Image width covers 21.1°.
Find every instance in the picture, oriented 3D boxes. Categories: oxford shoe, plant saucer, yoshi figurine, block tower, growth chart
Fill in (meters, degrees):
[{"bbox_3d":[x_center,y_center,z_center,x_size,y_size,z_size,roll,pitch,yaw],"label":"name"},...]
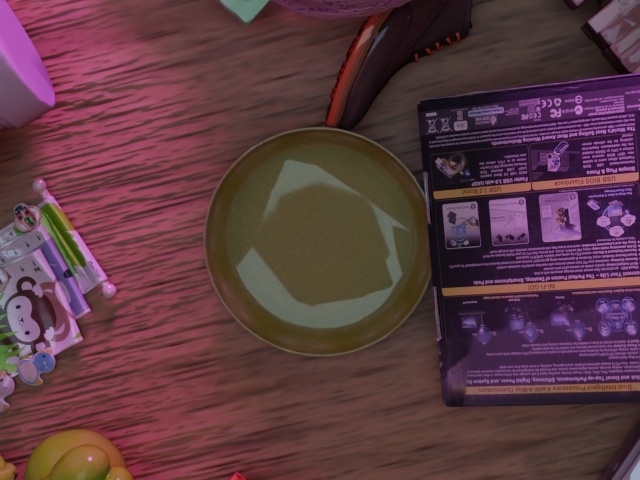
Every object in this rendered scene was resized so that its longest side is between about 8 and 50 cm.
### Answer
[{"bbox_3d":[0.099,-0.217,1.754,0.098,0.097,0.271,33,95,-4],"label":"oxford shoe"},{"bbox_3d":[0.000,0.000,1.785,0.241,0.037,0.241,1,100,6],"label":"plant saucer"},{"bbox_3d":[-0.316,0.327,1.794,0.362,0.203,0.203,-43,48,18],"label":"yoshi figurine"},{"bbox_3d":[0.289,-0.259,1.736,0.091,0.097,0.335,-39,90,6],"label":"block tower"},{"bbox_3d":[-0.334,0.072,1.834,0.237,0.021,0.172,-39,90,5],"label":"growth chart"}]

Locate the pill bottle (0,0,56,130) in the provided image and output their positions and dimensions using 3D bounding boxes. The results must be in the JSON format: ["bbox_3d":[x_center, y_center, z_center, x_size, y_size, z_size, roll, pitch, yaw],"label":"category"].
[{"bbox_3d":[-0.465,-0.116,1.742,0.363,0.210,0.210,-30,90,4],"label":"pill bottle"}]

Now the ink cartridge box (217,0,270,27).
[{"bbox_3d":[-0.114,-0.327,1.780,0.209,0.062,0.109,42,94,1],"label":"ink cartridge box"}]

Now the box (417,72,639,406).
[{"bbox_3d":[0.294,-0.002,1.663,0.395,0.097,0.318,-5,89,32],"label":"box"}]

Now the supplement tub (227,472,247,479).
[{"bbox_3d":[-0.022,0.395,1.735,0.316,0.193,0.193,44,95,2],"label":"supplement tub"}]

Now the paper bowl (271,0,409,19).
[{"bbox_3d":[0.024,-0.354,1.659,0.284,0.148,0.284,-2,81,10],"label":"paper bowl"}]

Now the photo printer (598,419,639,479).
[{"bbox_3d":[0.443,0.283,1.737,0.308,0.107,0.256,33,94,2],"label":"photo printer"}]
